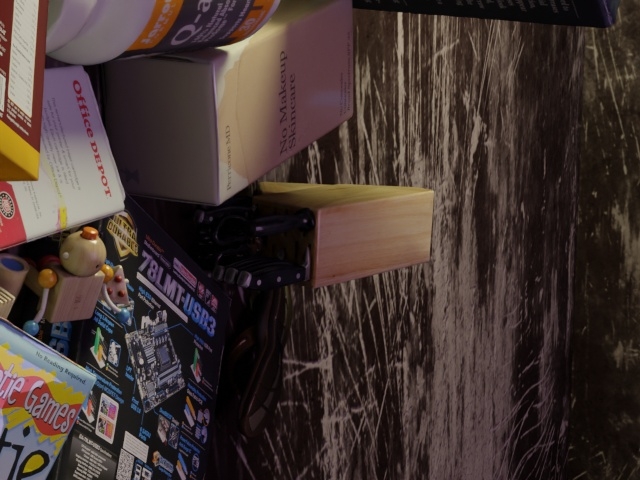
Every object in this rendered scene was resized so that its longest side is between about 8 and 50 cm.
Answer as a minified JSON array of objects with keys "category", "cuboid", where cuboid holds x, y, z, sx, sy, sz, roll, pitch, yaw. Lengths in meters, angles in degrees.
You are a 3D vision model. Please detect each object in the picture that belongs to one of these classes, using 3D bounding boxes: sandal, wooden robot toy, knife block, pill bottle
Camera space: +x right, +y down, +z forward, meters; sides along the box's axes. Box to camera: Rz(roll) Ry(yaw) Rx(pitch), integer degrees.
[{"category":"sandal","cuboid":[-0.076,0.130,1.570,0.090,0.060,0.219,77,16,-51]},{"category":"wooden robot toy","cuboid":[-0.203,0.019,1.063,0.173,0.076,0.079,-5,129,-50]},{"category":"knife block","cuboid":[0.000,0.000,1.477,0.242,0.275,0.088,-111,-156,-76]},{"category":"pill bottle","cuboid":[-0.160,-0.225,1.106,0.278,0.162,0.162,-22,118,-56]}]

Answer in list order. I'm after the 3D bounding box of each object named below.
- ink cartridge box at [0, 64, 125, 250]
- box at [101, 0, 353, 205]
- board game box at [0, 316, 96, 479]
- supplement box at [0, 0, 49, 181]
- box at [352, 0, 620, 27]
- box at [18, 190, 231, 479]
[{"category":"ink cartridge box","cuboid":[-0.241,-0.060,1.057,0.175,0.072,0.127,-24,98,-63]},{"category":"box","cuboid":[-0.083,-0.153,1.369,0.311,0.121,0.148,-41,135,-56]},{"category":"board game box","cuboid":[-0.294,0.171,0.887,0.142,0.144,0.275,40,67,-42]},{"category":"supplement box","cuboid":[-0.259,-0.151,0.849,0.191,0.129,0.194,62,28,-77]},{"category":"box","cuboid":[0.123,-0.407,1.411,0.212,0.395,0.294,45,56,-62]},{"category":"box","cuboid":[-0.180,0.134,1.251,0.295,0.073,0.293,54,37,-60]}]
